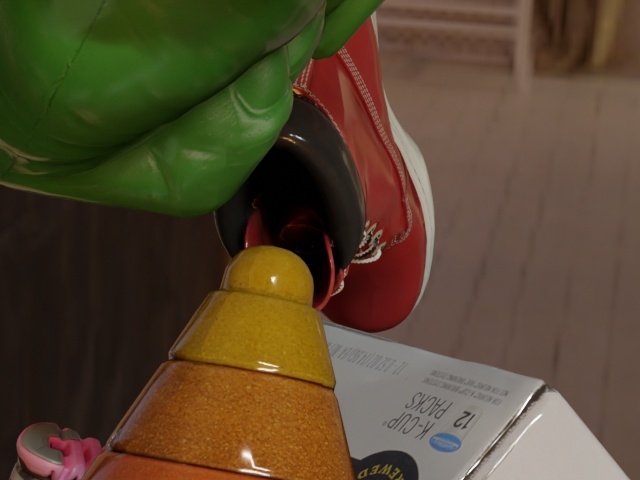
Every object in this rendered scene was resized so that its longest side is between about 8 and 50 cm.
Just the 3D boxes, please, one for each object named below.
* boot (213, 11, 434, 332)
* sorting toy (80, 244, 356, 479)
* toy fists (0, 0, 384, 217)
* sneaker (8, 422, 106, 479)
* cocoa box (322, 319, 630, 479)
[{"bbox_3d":[0.000,0.000,0.894,0.088,0.244,0.176,-5,47,10],"label":"boot"},{"bbox_3d":[-0.090,0.036,0.452,0.127,0.126,0.365,6,-10,34],"label":"sorting toy"},{"bbox_3d":[0.009,-0.129,0.423,0.096,0.279,0.142,30,-24,-10],"label":"toy fists"},{"bbox_3d":[-0.115,0.139,1.044,0.119,0.057,0.047,20,21,-20],"label":"sneaker"},{"bbox_3d":[0.066,0.241,0.858,0.228,0.347,0.231,-47,23,-15],"label":"cocoa box"}]
